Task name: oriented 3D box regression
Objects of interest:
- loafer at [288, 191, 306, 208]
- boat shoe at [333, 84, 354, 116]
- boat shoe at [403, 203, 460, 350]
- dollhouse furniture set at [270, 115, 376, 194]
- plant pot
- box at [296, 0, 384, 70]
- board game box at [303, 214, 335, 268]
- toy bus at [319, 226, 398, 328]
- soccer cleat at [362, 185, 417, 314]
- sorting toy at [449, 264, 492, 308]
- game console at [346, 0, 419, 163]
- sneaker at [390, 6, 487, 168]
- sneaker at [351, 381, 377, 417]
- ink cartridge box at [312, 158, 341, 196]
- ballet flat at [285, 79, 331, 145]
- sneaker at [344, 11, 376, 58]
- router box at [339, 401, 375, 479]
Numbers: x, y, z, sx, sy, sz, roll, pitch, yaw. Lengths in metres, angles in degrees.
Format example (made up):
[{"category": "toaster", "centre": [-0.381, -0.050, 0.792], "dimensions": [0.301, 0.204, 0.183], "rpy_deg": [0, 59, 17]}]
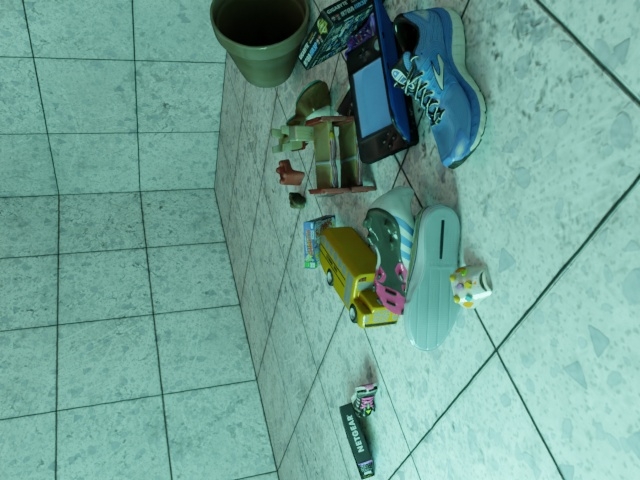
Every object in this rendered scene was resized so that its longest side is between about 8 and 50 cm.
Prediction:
[{"category": "loafer", "centre": [-0.084, -0.137, 2.077], "dimensions": [0.148, 0.056, 0.050], "rpy_deg": [-115, 26, -68]}, {"category": "boat shoe", "centre": [0.103, -0.389, 1.498], "dimensions": [0.065, 0.075, 0.206], "rpy_deg": [41, 149, -2]}, {"category": "boat shoe", "centre": [0.230, 0.074, 1.175], "dimensions": [0.094, 0.109, 0.302], "rpy_deg": [-120, 37, -82]}, {"category": "dollhouse furniture set", "centre": [-0.003, -0.233, 1.612], "dimensions": [0.374, 0.152, 0.201], "rpy_deg": [-170, 76, -65]}, {"category": "plant pot", "centre": [-0.192, -0.684, 1.952], "dimensions": [0.280, 0.323, 0.323], "rpy_deg": [86, 171, -65]}, {"category": "box", "centre": [0.048, -0.527, 1.418], "dimensions": [0.051, 0.175, 0.220], "rpy_deg": [55, 159, -1]}, {"category": "board game box", "centre": [0.000, 0.000, 1.711], "dimensions": [0.201, 0.035, 0.136], "rpy_deg": [-26, -65, -69]}, {"category": "toy bus", "centre": [0.099, 0.093, 1.516], "dimensions": [0.332, 0.108, 0.130], "rpy_deg": [-125, 37, -56]}, {"category": "soccer cleat", "centre": [0.185, 0.028, 1.282], "dimensions": [0.116, 0.143, 0.331], "rpy_deg": [20, 140, 34]}, {"category": "sorting toy", "centre": [0.289, 0.083, 1.080], "dimensions": [0.075, 0.045, 0.083], "rpy_deg": [-26, 69, 49]}, {"category": "game console", "centre": [0.108, -0.344, 1.262], "dimensions": [0.250, 0.173, 0.293], "rpy_deg": [-18, 76, 49]}, {"category": "sneaker", "centre": [0.203, -0.285, 1.069], "dimensions": [0.130, 0.147, 0.329], "rpy_deg": [131, 131, -64]}, {"category": "sneaker", "centre": [0.127, 0.446, 1.584], "dimensions": [0.170, 0.063, 0.074], "rpy_deg": [107, 152, -57]}, {"category": "ink cartridge box", "centre": [0.024, -0.188, 1.742], "dimensions": [0.135, 0.056, 0.099], "rpy_deg": [167, 97, -70]}, {"category": "ballet flat", "centre": [-0.029, -0.381, 1.801], "dimensions": [0.124, 0.116, 0.342], "rpy_deg": [63, 159, 3]}, {"category": "sneaker", "centre": [0.107, -0.498, 1.413], "dimensions": [0.170, 0.071, 0.068], "rpy_deg": [127, 135, -61]}, {"category": "router box", "centre": [0.104, 0.578, 1.644], "dimensions": [0.133, 0.046, 0.178], "rpy_deg": [79, 172, -50]}]
